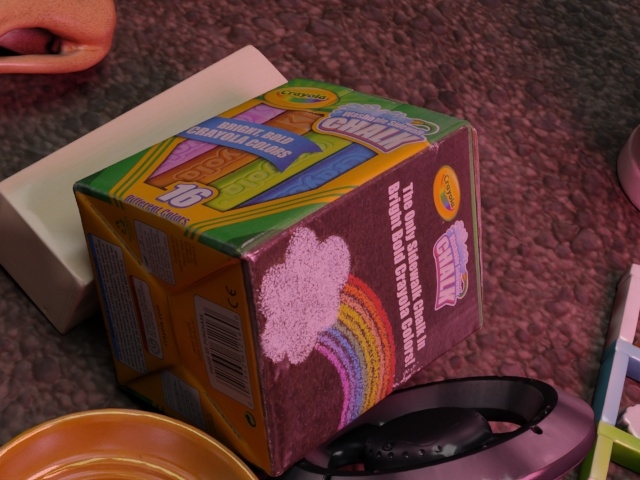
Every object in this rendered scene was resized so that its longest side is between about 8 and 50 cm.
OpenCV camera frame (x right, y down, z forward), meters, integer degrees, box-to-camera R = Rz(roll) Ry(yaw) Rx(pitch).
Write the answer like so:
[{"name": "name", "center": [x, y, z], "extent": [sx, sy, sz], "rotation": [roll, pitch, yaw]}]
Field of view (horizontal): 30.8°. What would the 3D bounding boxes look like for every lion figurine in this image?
[{"name": "lion figurine", "center": [-0.247, -0.264, 1.046], "extent": [0.240, 0.142, 0.392], "rotation": [12, 64, -32]}]

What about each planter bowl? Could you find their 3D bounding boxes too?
[{"name": "planter bowl", "center": [-0.131, 0.223, 0.731], "extent": [0.217, 0.090, 0.217], "rotation": [9, 52, -12]}]

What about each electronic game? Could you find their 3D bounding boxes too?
[{"name": "electronic game", "center": [0.074, 0.145, 0.796], "extent": [0.229, 0.229, 0.048], "rotation": [-18, 99, -30]}]

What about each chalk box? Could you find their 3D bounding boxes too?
[{"name": "chalk box", "center": [0.000, 0.000, 0.848], "extent": [0.179, 0.180, 0.289], "rotation": [21, 38, 39]}]

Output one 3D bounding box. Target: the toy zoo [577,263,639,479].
[{"name": "toy zoo", "center": [0.333, 0.138, 0.997], "extent": [0.192, 0.030, 0.293], "rotation": [25, 51, 0]}]

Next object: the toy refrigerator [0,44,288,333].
[{"name": "toy refrigerator", "center": [-0.129, -0.046, 0.936], "extent": [0.102, 0.094, 0.269], "rotation": [47, 54, 8]}]

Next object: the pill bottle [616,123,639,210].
[{"name": "pill bottle", "center": [0.395, -0.134, 1.062], "extent": [0.162, 0.278, 0.162], "rotation": [9, 52, -12]}]
